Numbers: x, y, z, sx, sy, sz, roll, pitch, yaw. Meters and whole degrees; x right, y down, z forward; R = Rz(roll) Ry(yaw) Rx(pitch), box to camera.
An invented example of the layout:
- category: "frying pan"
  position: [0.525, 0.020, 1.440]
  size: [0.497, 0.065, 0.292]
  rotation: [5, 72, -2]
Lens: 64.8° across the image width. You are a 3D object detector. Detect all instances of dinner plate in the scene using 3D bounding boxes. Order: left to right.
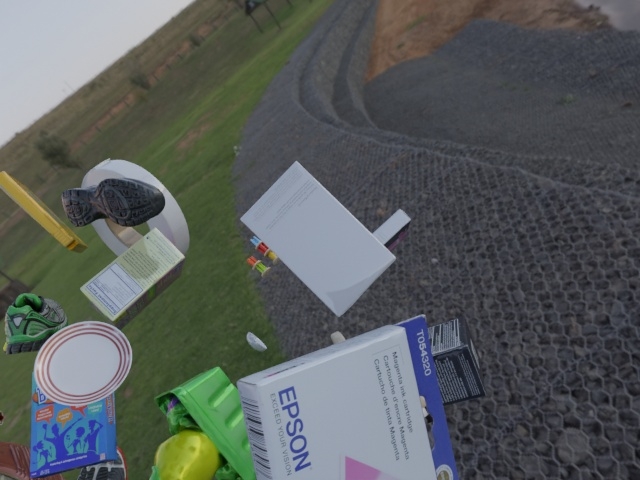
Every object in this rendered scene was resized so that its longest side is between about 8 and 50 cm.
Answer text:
- category: "dinner plate"
  position: [-0.372, 0.193, 0.796]
  size: [0.017, 0.141, 0.141]
  rotation: [107, -170, -51]

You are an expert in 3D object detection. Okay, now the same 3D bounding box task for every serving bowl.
- category: "serving bowl"
  position: [-0.216, 0.341, 1.675]
  size: [0.027, 0.083, 0.083]
  rotation: [-48, 21, -6]

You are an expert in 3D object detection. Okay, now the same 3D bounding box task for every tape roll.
- category: "tape roll"
  position: [-0.592, -0.069, 1.606]
  size: [0.392, 0.392, 0.072]
  rotation: [-22, 19, 43]

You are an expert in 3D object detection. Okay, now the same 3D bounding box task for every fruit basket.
- category: "fruit basket"
  position: [-0.358, 0.601, 1.464]
  size: [0.283, 0.392, 0.392]
  rotation: [-34, 20, 53]

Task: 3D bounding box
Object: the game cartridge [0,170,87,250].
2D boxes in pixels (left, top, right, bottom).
- category: "game cartridge"
  position: [-0.960, -0.087, 1.761]
  size: [0.053, 0.324, 0.285]
  rotation: [-48, 12, -15]

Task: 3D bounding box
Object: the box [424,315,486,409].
- category: "box"
  position: [0.376, 0.417, 1.694]
  size: [0.293, 0.183, 0.296]
  rotation: [-20, 4, 17]

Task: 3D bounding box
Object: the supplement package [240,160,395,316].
- category: "supplement package"
  position: [0.000, 0.000, 1.115]
  size: [0.175, 0.293, 0.177]
  rotation: [-46, -6, 1]

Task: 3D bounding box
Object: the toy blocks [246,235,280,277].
- category: "toy blocks"
  position: [-0.251, 0.063, 2.070]
  size: [0.123, 0.148, 0.054]
  rotation: [-49, -17, -9]

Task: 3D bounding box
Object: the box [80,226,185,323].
- category: "box"
  position: [-0.501, 0.111, 1.373]
  size: [0.243, 0.117, 0.213]
  rotation: [-45, 0, -25]

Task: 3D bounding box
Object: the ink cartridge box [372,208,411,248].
- category: "ink cartridge box"
  position: [0.153, 0.058, 1.726]
  size: [0.371, 0.069, 0.176]
  rotation: [-40, -16, -11]

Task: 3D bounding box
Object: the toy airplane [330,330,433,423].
- category: "toy airplane"
  position: [0.149, 0.459, 1.247]
  size: [0.272, 0.384, 0.386]
  rotation: [-30, 33, 8]

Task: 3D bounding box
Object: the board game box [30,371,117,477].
- category: "board game box"
  position: [-0.508, 0.359, 1.039]
  size: [0.160, 0.047, 0.210]
  rotation: [-15, 65, 1]

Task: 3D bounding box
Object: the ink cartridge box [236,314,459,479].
- category: "ink cartridge box"
  position: [0.077, 0.294, 0.675]
  size: [0.329, 0.324, 0.071]
  rotation: [-13, 0, -32]

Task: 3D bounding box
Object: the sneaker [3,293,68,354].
- category: "sneaker"
  position: [-0.843, 0.222, 1.512]
  size: [0.134, 0.147, 0.343]
  rotation: [-1, 5, -18]

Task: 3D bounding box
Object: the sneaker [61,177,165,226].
- category: "sneaker"
  position: [-0.442, -0.097, 1.121]
  size: [0.286, 0.109, 0.130]
  rotation: [3, 21, 30]

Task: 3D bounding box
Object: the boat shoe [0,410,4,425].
- category: "boat shoe"
  position: [-0.675, 0.367, 1.037]
  size: [0.049, 0.043, 0.137]
  rotation: [62, 146, 40]

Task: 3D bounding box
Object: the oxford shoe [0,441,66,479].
- category: "oxford shoe"
  position: [-0.732, 0.541, 1.130]
  size: [0.146, 0.397, 0.140]
  rotation: [-50, 36, -16]

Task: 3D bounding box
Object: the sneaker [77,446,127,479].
- category: "sneaker"
  position: [-0.487, 0.590, 1.160]
  size: [0.118, 0.107, 0.279]
  rotation: [-103, 18, -79]
